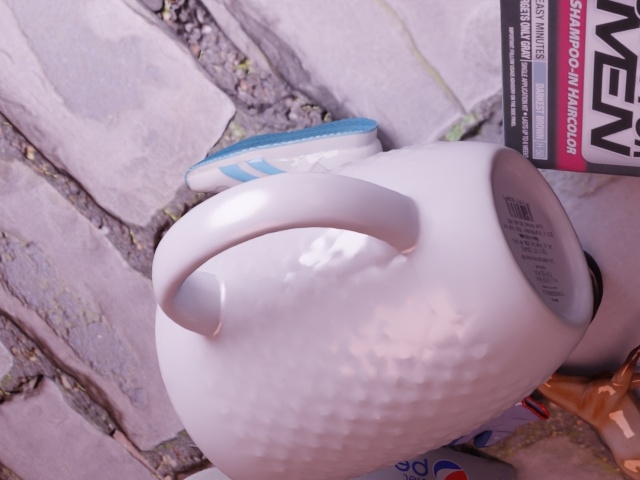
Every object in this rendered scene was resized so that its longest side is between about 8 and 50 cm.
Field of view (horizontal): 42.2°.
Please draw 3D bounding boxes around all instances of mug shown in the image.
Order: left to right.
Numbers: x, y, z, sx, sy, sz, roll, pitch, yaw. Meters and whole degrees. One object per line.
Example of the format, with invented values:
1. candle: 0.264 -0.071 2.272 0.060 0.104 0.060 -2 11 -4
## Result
1. mug: 0.028 0.046 0.726 0.328 0.276 0.374 -28 146 33

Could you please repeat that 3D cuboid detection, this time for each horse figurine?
1. horse figurine: 0.363 0.198 0.915 0.174 0.066 0.263 -36 101 29

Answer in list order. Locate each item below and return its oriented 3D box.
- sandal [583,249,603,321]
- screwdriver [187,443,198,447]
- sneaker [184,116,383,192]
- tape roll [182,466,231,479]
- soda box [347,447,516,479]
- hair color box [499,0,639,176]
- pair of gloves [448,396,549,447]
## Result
1. sandal: 0.203 0.101 0.916 0.254 0.054 0.097 -40 90 31
2. screwdriver: -0.112 0.296 1.164 0.170 0.025 0.024 5 120 26
3. sneaker: -0.042 -0.068 0.897 0.229 0.087 0.092 -6 110 22
4. tape roll: -0.079 0.471 1.025 0.392 0.392 0.072 42 122 -6
5. soda box: 0.093 0.304 1.006 0.286 0.091 0.098 17 123 -10
6. hair color box: 0.341 -0.149 0.664 0.374 0.113 0.185 7 132 23
7. pair of gloves: 0.157 0.186 0.966 0.159 0.023 0.198 -29 125 36
